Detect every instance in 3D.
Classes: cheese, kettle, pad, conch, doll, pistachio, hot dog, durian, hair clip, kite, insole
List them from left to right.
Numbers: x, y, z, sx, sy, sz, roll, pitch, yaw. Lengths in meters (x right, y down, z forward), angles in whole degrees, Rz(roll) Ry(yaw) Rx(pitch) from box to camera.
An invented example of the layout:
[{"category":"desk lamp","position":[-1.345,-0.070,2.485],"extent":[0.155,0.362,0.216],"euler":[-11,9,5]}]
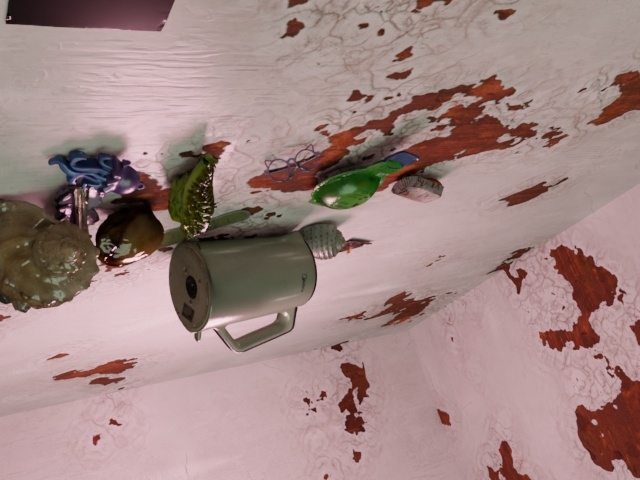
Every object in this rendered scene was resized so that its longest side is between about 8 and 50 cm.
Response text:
[{"category":"conch","position":[-0.641,0.041,1.631],"extent":[0.324,0.186,0.263],"euler":[-23,117,27]},{"category":"hair clip","position":[-0.539,-0.052,1.685],"extent":[0.106,0.084,0.292],"euler":[-6,153,-20]},{"category":"pad","position":[-0.325,-0.362,1.107],"extent":[0.243,0.004,0.163],"euler":[-6,158,-31]},{"category":"doll","position":[-0.448,-0.138,1.539],"extent":[0.206,0.067,0.110],"euler":[17,135,-40]},{"category":"pistachio","position":[-0.456,-0.013,1.784],"extent":[0.210,0.131,0.165],"euler":[-25,135,-65]},{"category":"durian","position":[-0.296,-0.080,1.754],"extent":[0.107,0.132,0.375],"euler":[-24,160,-26]},{"category":"insole","position":[-0.343,-0.026,2.048],"extent":[0.322,0.007,0.109],"euler":[-17,162,-2]},{"category":"kettle","position":[-0.220,0.160,2.207],"extent":[0.377,0.361,0.250],"euler":[-8,-160,-37]},{"category":"conch","position":[0.004,0.005,2.333],"extent":[0.153,0.102,0.135],"euler":[-14,146,-11]},{"category":"kite","position":[0.097,0.024,2.609],"extent":[0.190,0.010,0.159],"euler":[-13,163,-10]},{"category":"cheese","position":[0.107,-0.158,1.980],"extent":[0.320,0.083,0.204],"euler":[-27,158,31]},{"category":"hot dog","position":[0.287,-0.152,2.214],"extent":[0.108,0.059,0.191],"euler":[-28,158,31]}]

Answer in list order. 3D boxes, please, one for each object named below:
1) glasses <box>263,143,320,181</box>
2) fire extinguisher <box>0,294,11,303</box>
[{"category":"glasses","position":[-0.064,-0.184,1.836],"extent":[0.140,0.062,0.104],"euler":[-20,-176,4]},{"category":"fire extinguisher","position":[-0.737,0.097,1.894],"extent":[0.294,0.093,0.118],"euler":[-18,149,-1]}]
